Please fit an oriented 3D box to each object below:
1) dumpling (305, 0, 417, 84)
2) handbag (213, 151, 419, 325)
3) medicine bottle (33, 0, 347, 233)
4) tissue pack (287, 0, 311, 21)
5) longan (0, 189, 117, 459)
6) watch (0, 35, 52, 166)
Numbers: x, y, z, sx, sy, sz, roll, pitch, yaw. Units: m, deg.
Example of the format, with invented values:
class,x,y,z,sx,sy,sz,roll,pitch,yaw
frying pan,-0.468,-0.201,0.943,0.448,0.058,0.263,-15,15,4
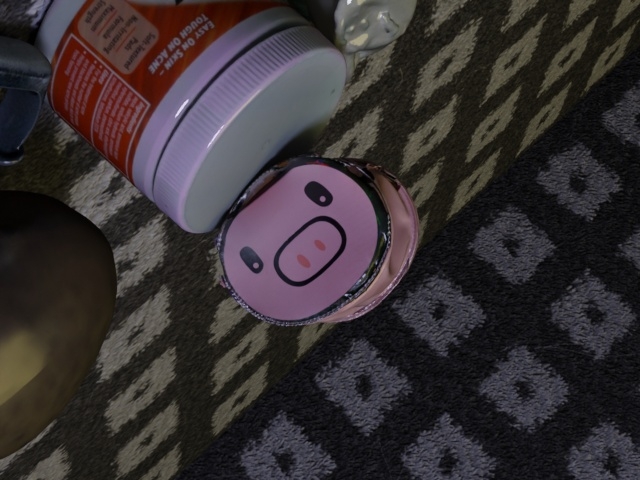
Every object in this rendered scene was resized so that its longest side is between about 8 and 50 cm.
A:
class,x,y,z,sx,sy,sz,roll,pitch,yaw
dumpling,0.038,-0.251,1.630,0.229,0.124,0.151,112,-2,-75
handbag,0.000,0.000,1.603,0.205,0.179,0.116,-44,173,9
medicine bottle,-0.140,-0.175,1.575,0.252,0.241,0.252,-44,165,-15
tissue pack,0.033,-0.365,1.694,0.228,0.103,0.315,-18,166,9
longan,-0.371,0.086,1.530,0.350,0.288,0.288,-37,161,-23
watch,-0.360,-0.116,1.457,0.193,0.068,0.206,-50,161,19
